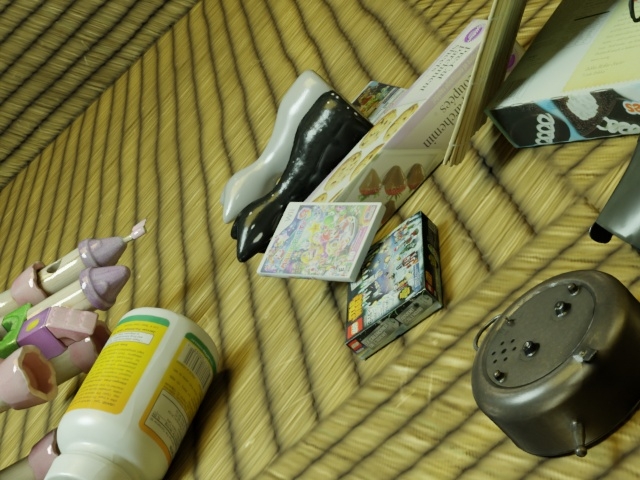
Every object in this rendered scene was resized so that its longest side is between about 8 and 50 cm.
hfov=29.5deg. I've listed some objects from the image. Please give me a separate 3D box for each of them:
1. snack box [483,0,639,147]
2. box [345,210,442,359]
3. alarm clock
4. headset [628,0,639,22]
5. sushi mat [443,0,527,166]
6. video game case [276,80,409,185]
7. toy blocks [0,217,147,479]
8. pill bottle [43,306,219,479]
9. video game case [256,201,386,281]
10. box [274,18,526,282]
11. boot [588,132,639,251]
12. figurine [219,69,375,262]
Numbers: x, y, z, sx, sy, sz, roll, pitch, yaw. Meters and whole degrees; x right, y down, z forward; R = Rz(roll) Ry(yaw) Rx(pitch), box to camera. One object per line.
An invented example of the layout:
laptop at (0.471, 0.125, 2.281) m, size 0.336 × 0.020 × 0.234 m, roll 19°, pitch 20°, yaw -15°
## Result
snack box at (0.298, -0.176, 1.038) m, size 0.187 × 0.060 × 0.322 m, roll -54°, pitch 23°, yaw -18°
box at (0.066, 0.039, 1.122) m, size 0.094 × 0.027 × 0.137 m, roll -38°, pitch 23°, yaw 22°
alarm clock at (0.157, 0.077, 0.849) m, size 0.129 × 0.064 × 0.192 m, roll -49°, pitch 19°, yaw -9°
headset at (0.287, -0.217, 0.779) m, size 0.185 × 0.243 × 0.394 m, roll -19°, pitch 3°, yaw -5°
sushi mat at (0.179, -0.225, 1.118) m, size 0.151 × 0.019 × 0.316 m, roll -54°, pitch -18°, yaw -52°
video game case at (0.033, -0.105, 1.451) m, size 0.201 × 0.023 × 0.183 m, roll -48°, pitch 22°, yaw -3°
toy blocks at (-0.330, 0.090, 1.380) m, size 0.260 × 0.309 × 0.288 m, roll -29°, pitch 26°, yaw 17°
pill bottle at (-0.192, 0.178, 1.223) m, size 0.118 × 0.117 × 0.208 m, roll -25°, pitch 30°, yaw 42°
video game case at (0.000, 0.000, 1.198) m, size 0.122 × 0.011 × 0.087 m, roll 2°, pitch 58°, yaw 41°
box at (0.087, -0.097, 1.279) m, size 0.324 × 0.063 × 0.067 m, roll -47°, pitch 24°, yaw -3°
boot at (0.280, -0.031, 0.831) m, size 0.137 × 0.077 × 0.198 m, roll -62°, pitch 26°, yaw 4°
figurine at (-0.038, -0.084, 1.405) m, size 0.209 × 0.092 × 0.215 m, roll -48°, pitch 20°, yaw 7°
